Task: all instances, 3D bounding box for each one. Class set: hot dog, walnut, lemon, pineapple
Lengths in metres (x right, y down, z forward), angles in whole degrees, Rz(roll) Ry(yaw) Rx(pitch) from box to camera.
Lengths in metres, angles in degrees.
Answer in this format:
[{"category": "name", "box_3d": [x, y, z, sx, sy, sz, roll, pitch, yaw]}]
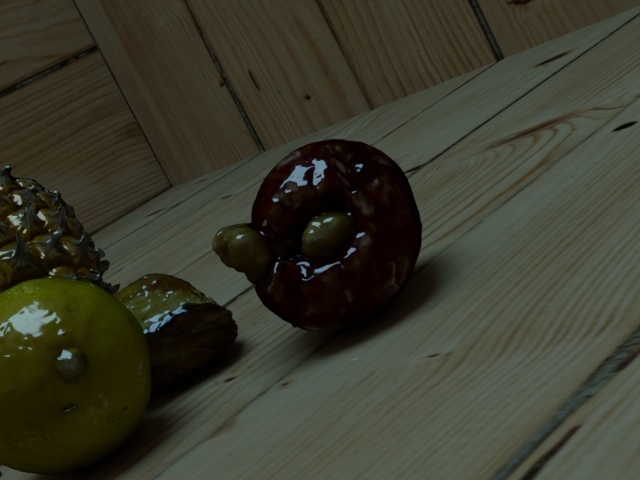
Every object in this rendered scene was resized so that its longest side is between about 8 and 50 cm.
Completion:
[{"category": "hot dog", "box_3d": [-0.206, 0.124, 1.785, 0.175, 0.114, 0.259, -31, 16, -11]}, {"category": "walnut", "box_3d": [0.000, 0.000, 1.609, 0.244, 0.221, 0.269, -17, -4, 12]}, {"category": "lemon", "box_3d": [-0.307, 0.155, 1.555, 0.236, 0.236, 0.263, -28, -17, -3]}, {"category": "pineapple", "box_3d": [-0.458, 0.094, 1.973, 0.352, 0.352, 0.300, -27, 47, -1]}]
